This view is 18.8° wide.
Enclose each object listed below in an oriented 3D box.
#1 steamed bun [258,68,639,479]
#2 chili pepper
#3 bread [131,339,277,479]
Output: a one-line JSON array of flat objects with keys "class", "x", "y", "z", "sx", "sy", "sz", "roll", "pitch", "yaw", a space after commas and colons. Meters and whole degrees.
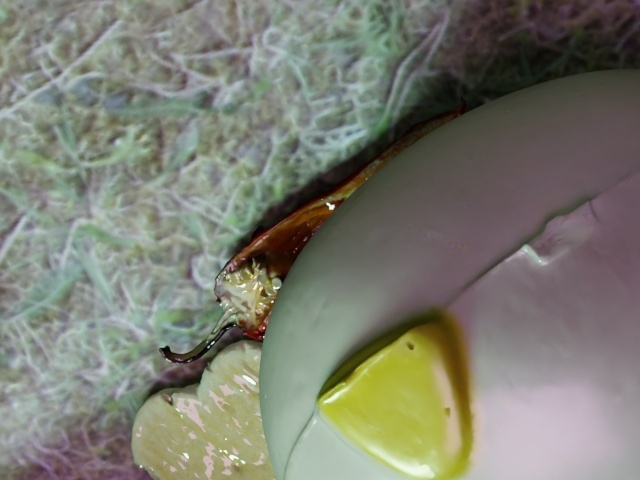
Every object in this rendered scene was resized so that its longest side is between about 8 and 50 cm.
[{"class": "steamed bun", "x": 0.143, "y": 0.068, "z": 1.151, "sx": 0.374, "sy": 0.334, "sz": 0.334, "roll": -36, "pitch": 117, "yaw": -11}, {"class": "chili pepper", "x": 0.000, "y": 0.000, "z": 1.265, "sx": 0.268, "sy": 0.059, "sz": 0.050, "roll": -42, "pitch": 154, "yaw": 12}, {"class": "bread", "x": -0.005, "y": 0.182, "z": 1.319, "sx": 0.182, "sy": 0.039, "sz": 0.251, "roll": -34, "pitch": 90, "yaw": 10}]
